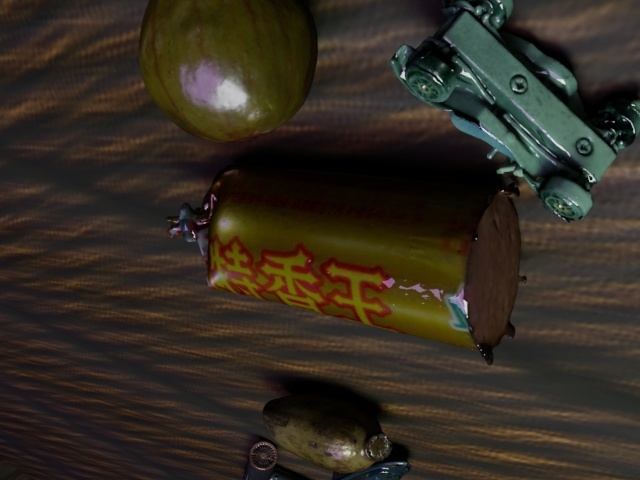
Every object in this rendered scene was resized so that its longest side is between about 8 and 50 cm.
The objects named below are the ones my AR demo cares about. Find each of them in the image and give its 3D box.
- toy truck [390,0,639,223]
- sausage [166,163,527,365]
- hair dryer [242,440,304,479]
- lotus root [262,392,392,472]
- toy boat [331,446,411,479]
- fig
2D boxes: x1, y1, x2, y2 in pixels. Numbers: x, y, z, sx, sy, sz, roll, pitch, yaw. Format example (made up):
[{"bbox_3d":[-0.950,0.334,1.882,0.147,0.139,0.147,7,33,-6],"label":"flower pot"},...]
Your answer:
[{"bbox_3d":[0.118,-0.085,0.428,0.154,0.080,0.078,39,169,-7],"label":"toy truck"},{"bbox_3d":[0.000,-0.002,0.555,0.317,0.117,0.125,10,114,27],"label":"sausage"},{"bbox_3d":[-0.032,0.402,1.077,0.194,0.050,0.173,25,144,5],"label":"hair dryer"},{"bbox_3d":[0.005,0.233,0.826,0.179,0.089,0.081,6,92,36],"label":"lotus root"},{"bbox_3d":[0.071,0.304,0.886,0.055,0.060,0.141,20,142,-23],"label":"toy boat"},{"bbox_3d":[-0.084,-0.180,0.456,0.124,0.124,0.236,-20,94,46],"label":"fig"}]
